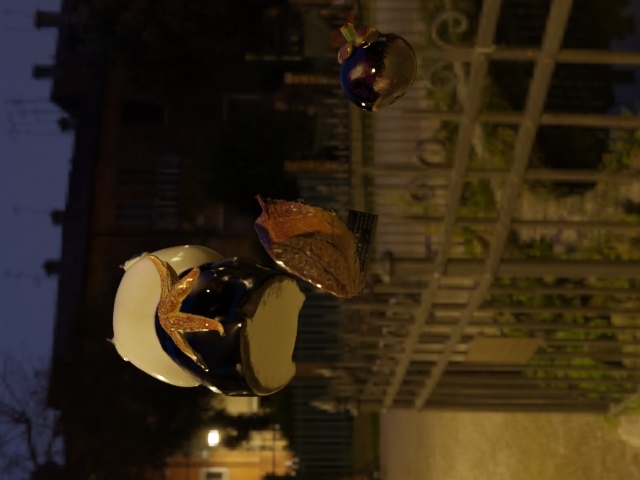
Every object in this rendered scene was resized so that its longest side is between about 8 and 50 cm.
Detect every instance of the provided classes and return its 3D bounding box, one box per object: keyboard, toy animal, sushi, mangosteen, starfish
[{"bbox_3d":[0.072,0.030,2.157,0.010,0.064,0.198,-71,-9,-63],"label":"keyboard"},{"bbox_3d":[-0.202,0.126,1.734,0.251,0.310,0.251,-21,-66,-61],"label":"toy animal"},{"bbox_3d":[0.000,0.001,1.996,0.149,0.287,0.140,-54,20,23],"label":"sushi"},{"bbox_3d":[0.083,-0.289,1.687,0.151,0.137,0.137,53,-177,-6],"label":"mangosteen"},{"bbox_3d":[-0.142,0.083,1.072,0.133,0.041,0.130,24,127,57],"label":"starfish"}]
